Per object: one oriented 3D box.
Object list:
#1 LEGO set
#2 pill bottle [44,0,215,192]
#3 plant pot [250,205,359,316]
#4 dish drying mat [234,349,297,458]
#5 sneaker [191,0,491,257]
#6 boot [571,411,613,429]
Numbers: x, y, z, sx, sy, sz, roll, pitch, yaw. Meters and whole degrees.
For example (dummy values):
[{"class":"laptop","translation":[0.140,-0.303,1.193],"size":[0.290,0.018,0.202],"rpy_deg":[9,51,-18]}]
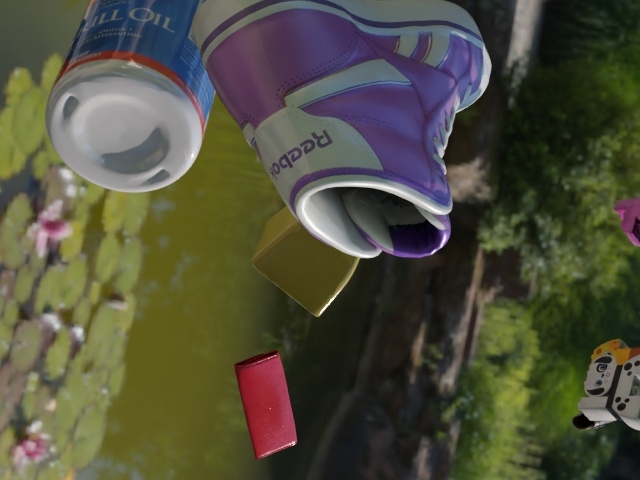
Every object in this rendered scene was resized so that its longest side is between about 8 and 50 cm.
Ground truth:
[{"class":"LEGO set","translation":[0.253,0.065,0.974],"size":[0.087,0.093,0.227],"rpy_deg":[45,53,-32]},{"class":"pill bottle","translation":[-0.143,-0.153,1.018],"size":[0.222,0.124,0.124],"rpy_deg":[-84,174,-49]},{"class":"plant pot","translation":[0.000,0.000,1.104],"size":[0.083,0.081,0.081],"rpy_deg":[-44,-166,28]},{"class":"dish drying mat","translation":[-0.036,0.109,0.814],"size":[0.008,0.032,0.083],"rpy_deg":[-129,-156,-50]},{"class":"sneaker","translation":[0.043,-0.061,0.742],"size":[0.282,0.102,0.161],"rpy_deg":[-8,67,-56]},{"class":"boot","translation":[0.380,0.234,1.671],"size":[0.042,0.087,0.118],"rpy_deg":[63,-21,13]}]
